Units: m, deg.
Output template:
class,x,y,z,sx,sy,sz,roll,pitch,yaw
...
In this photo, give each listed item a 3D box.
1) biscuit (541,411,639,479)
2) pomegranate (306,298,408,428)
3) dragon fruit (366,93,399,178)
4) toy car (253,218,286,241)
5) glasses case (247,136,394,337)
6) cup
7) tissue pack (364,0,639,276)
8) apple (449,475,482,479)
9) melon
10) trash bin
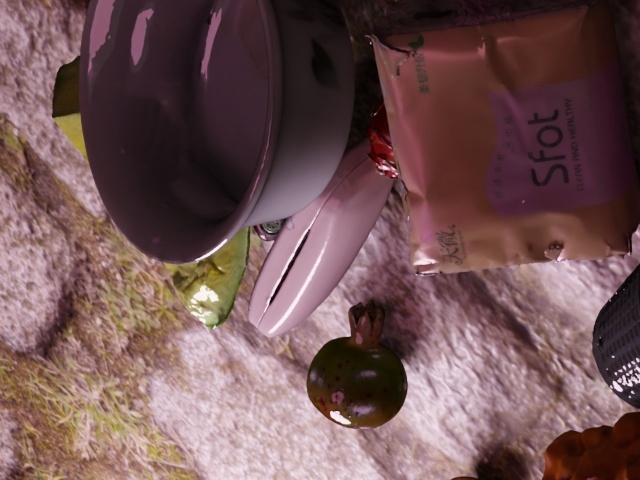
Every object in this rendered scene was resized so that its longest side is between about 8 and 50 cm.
class,x,y,z,sx,sy,sz,roll,pitch,yaw
biscuit,0.378,0.278,1.801,0.312,0.110,0.318,39,149,-24
pomegranate,0.044,0.137,2.107,0.115,0.114,0.142,21,110,34
dragon fruit,0.120,-0.128,1.841,0.190,0.094,0.094,-33,95,31
toy car,-0.068,-0.067,2.062,0.055,0.069,0.142,-12,109,13
glasses case,0.000,0.000,2.028,0.075,0.113,0.297,41,141,10
cup,-0.084,-0.153,1.899,0.347,0.163,0.347,7,99,53
tissue pack,0.168,-0.103,1.729,0.215,0.123,0.256,-6,122,13
apple,0.166,0.302,2.133,0.071,0.084,0.084,6,128,10
melon,-0.167,-0.061,2.146,0.196,0.124,0.323,0,126,48
trash bin,0.328,0.082,1.729,0.175,0.175,0.161,49,152,4
